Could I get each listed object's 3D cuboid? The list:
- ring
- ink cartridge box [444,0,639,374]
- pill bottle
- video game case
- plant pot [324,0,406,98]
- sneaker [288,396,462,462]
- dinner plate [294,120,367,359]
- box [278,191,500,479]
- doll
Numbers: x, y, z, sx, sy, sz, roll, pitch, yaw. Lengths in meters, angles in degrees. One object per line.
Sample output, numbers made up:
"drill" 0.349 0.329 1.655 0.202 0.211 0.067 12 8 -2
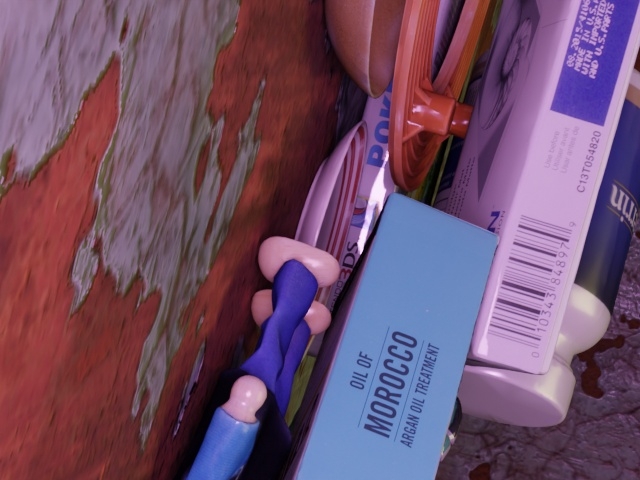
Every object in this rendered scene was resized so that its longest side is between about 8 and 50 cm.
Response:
"ring" 0.099 -0.188 1.045 0.336 0.032 0.337 16 90 -81
"ink cartridge box" 0.105 -0.040 1.016 0.224 0.045 0.223 168 -62 -81
"pill bottle" 0.156 -0.004 1.379 0.153 0.153 0.265 82 24 -71
"video game case" 0.059 -0.068 1.253 0.329 0.036 0.300 13 92 -83
"plant pot" 0.043 -0.188 0.901 0.236 0.032 0.236 16 90 -82
"sneaker" 0.000 0.149 1.061 0.223 0.083 0.098 -34 154 -50
"dinner plate" 0.000 0.000 1.019 0.141 0.017 0.141 16 90 -82
"box" 0.017 0.101 0.844 0.100 0.060 0.244 115 -4 -49
"doll" -0.037 0.092 0.821 0.129 0.046 0.189 99 10 -48
